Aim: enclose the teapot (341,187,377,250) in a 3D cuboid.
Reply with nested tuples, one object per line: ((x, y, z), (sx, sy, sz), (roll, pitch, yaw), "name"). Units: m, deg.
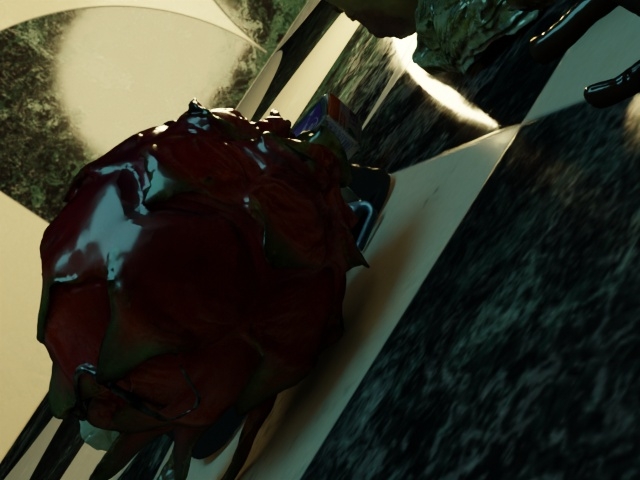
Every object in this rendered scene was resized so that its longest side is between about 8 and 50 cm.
((-0.004, -0.002, 1.028), (0.083, 0.049, 0.063), (-61, 19, -18), "teapot")

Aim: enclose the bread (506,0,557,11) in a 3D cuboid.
((0.220, -0.328, 0.864), (0.416, 0.113, 0.165), (-57, 10, -15), "bread")

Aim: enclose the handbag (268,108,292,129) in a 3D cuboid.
((-0.089, -0.028, 1.503), (0.203, 0.074, 0.216), (-56, 9, -9), "handbag")

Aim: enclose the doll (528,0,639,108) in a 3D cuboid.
((0.173, -0.137, 0.626), (0.139, 0.057, 0.165), (-58, 14, -30), "doll")

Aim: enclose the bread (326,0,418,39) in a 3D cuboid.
((0.095, -0.317, 1.237), (0.338, 0.187, 0.155), (-41, 14, 53), "bread")

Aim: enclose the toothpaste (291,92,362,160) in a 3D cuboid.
((-0.044, -0.029, 1.177), (0.196, 0.040, 0.047), (-45, 19, 23), "toothpaste")

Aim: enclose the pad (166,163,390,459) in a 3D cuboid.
((-0.070, 0.078, 1.205), (0.315, 0.063, 0.375), (-55, 20, -6), "pad")

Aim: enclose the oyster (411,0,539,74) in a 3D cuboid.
((0.117, -0.176, 1.036), (0.177, 0.064, 0.125), (-2, 69, 66), "oyster")

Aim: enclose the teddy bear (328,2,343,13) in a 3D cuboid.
((0.037, -0.322, 1.564), (0.140, 0.190, 0.177), (3, -74, -66), "teddy bear")

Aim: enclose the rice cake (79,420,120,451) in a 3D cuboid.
((-0.144, 0.072, 1.225), (0.045, 0.042, 0.245), (-34, 27, 32), "rice cake")

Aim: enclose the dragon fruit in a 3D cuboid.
((-0.083, 0.033, 0.920), (0.274, 0.192, 0.193), (-52, -28, 8), "dragon fruit")
